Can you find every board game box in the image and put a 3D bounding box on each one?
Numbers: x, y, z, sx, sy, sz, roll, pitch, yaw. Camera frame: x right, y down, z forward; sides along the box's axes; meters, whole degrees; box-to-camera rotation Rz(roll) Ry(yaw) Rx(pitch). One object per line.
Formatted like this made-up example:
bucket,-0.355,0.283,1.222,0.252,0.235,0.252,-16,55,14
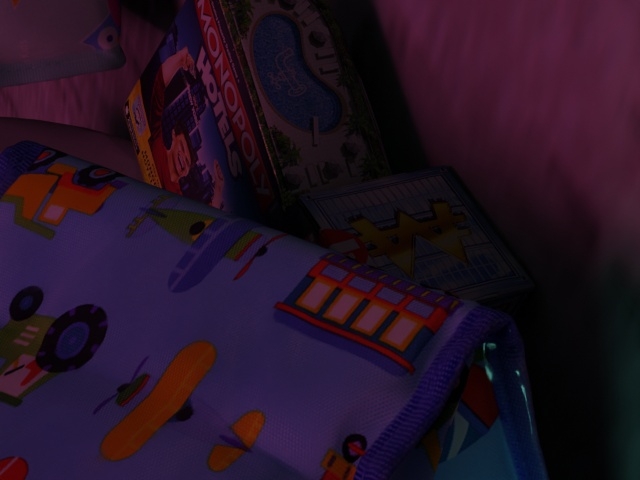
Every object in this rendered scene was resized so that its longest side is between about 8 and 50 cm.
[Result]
board game box,0.000,0.000,0.680,0.194,0.060,0.194,-40,65,65

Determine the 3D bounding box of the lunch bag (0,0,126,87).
lunch bag,-0.194,-0.207,0.911,0.262,0.160,0.223,-122,22,-63

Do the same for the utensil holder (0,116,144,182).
utensil holder,-0.195,0.167,0.916,0.327,0.328,0.385,-140,43,-56

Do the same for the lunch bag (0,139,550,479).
lunch bag,-0.011,0.132,0.631,0.221,0.138,0.293,20,150,43
